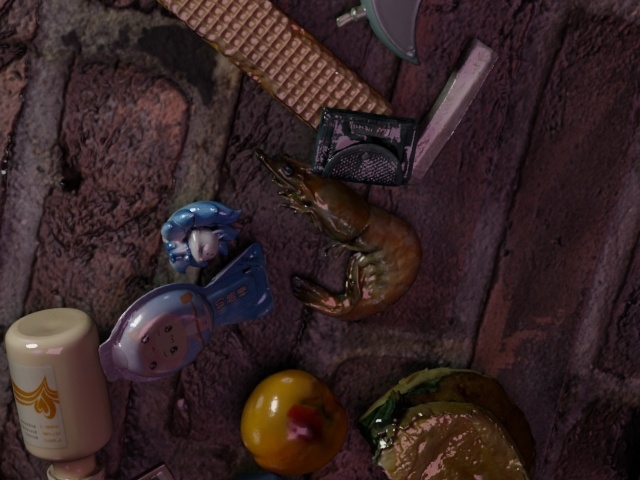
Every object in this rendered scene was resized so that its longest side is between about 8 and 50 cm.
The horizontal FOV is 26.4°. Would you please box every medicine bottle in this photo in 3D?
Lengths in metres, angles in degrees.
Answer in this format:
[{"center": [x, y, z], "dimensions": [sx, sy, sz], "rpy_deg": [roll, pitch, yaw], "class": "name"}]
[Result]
[{"center": [-0.315, 0.216, 1.689], "dimensions": [0.114, 0.114, 0.252], "rpy_deg": [-11, 112, -12], "class": "medicine bottle"}]

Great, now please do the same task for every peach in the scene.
[{"center": [-0.038, 0.239, 1.770], "dimensions": [0.138, 0.138, 0.138], "rpy_deg": [-5, 110, -14], "class": "peach"}]

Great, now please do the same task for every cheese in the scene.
[{"center": [-0.166, 0.099, 1.698], "dimensions": [0.244, 0.052, 0.135], "rpy_deg": [-28, 132, -22], "class": "cheese"}]

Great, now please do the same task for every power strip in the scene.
[{"center": [0.128, -0.330, 1.654], "dimensions": [0.253, 0.054, 0.167], "rpy_deg": [-44, 112, 2], "class": "power strip"}]

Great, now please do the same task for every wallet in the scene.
[{"center": [0.056, -0.111, 1.664], "dimensions": [0.129, 0.026, 0.088], "rpy_deg": [6, 107, -19], "class": "wallet"}]

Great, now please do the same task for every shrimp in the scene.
[{"center": [0.000, 0.000, 1.737], "dimensions": [0.296, 0.058, 0.169], "rpy_deg": [34, 100, -27], "class": "shrimp"}]

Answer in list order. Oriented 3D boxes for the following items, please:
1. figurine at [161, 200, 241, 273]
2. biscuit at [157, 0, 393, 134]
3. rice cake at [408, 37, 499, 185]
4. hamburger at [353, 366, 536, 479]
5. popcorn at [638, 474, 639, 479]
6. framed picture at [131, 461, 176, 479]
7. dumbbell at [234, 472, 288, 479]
[{"center": [-0.142, -0.010, 1.677], "dimensions": [0.114, 0.079, 0.114], "rpy_deg": [-16, 136, -16], "class": "figurine"}, {"center": [-0.073, -0.243, 1.626], "dimensions": [0.378, 0.054, 0.094], "rpy_deg": [37, 96, -24], "class": "biscuit"}, {"center": [0.158, -0.161, 1.732], "dimensions": [0.047, 0.036, 0.207], "rpy_deg": [28, 100, -10], "class": "rice cake"}, {"center": [0.188, 0.290, 1.846], "dimensions": [0.211, 0.132, 0.309], "rpy_deg": [-35, 115, -2], "class": "hamburger"}, {"center": [0.581, 0.335, 1.951], "dimensions": [0.250, 0.190, 0.250], "rpy_deg": [-3, 118, -5], "class": "popcorn"}, {"center": [-0.221, 0.379, 1.829], "dimensions": [0.109, 0.011, 0.149], "rpy_deg": [-31, 114, -4], "class": "framed picture"}, {"center": [0.004, 0.437, 1.842], "dimensions": [0.325, 0.160, 0.144], "rpy_deg": [32, 67, -24], "class": "dumbbell"}]
